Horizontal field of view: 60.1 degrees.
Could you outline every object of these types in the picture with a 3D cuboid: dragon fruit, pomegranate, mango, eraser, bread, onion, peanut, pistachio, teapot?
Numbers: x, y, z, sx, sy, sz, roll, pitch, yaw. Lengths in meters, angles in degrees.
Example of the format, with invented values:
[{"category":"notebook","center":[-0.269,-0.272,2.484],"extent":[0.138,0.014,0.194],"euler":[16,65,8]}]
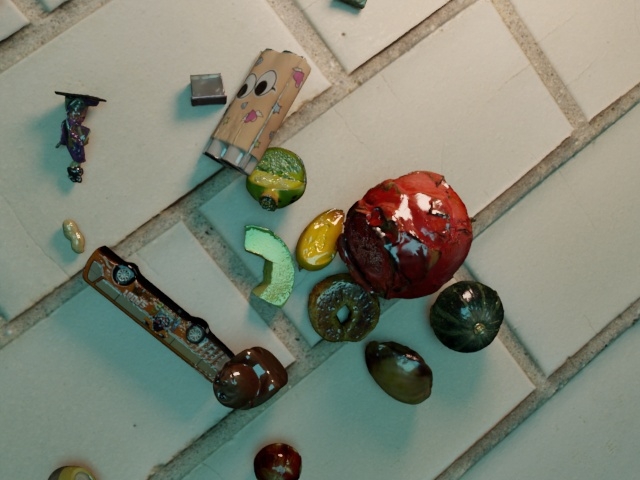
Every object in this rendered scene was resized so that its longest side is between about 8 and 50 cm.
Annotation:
[{"category":"dragon fruit","center":[0.200,-0.014,1.294],"extent":[0.295,0.295,0.301],"euler":[49,63,-9]},{"category":"pomegranate","center":[-0.105,-0.129,1.312],"extent":[0.143,0.122,0.169],"euler":[8,63,-3]},{"category":"mango","center":[0.000,0.000,1.373],"extent":[0.101,0.066,0.187],"euler":[28,82,-3]},{"category":"eraser","center":[-0.146,-0.301,1.289],"extent":[0.087,0.171,0.290],"euler":[33,85,-44]},{"category":"bread","center":[0.059,0.170,1.394],"extent":[0.193,0.064,0.193],"euler":[-2,99,-10]},{"category":"onion","center":[-0.109,0.548,1.351],"extent":[0.118,0.118,0.117],"euler":[43,99,-10]},{"category":"peanut","center":[-0.566,-0.009,1.272],"extent":[0.037,0.037,0.083],"euler":[-24,95,-9]},{"category":"pistachio","center":[0.199,0.326,1.400],"extent":[0.210,0.130,0.165],"euler":[44,124,-10]},{"category":"teapot","center":[-0.569,0.593,1.264],"extent":[0.119,0.130,0.165],"euler":[-36,131,7]}]

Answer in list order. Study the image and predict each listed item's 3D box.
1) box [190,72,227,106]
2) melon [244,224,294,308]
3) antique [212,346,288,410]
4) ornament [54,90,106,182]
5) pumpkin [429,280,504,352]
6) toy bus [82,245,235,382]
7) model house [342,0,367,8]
[{"category":"box","center":[-0.267,-0.357,1.309],"extent":[0.085,0.060,0.063],"euler":[-7,86,-11]},{"category":"melon","center":[-0.126,0.062,1.352],"extent":[0.118,0.064,0.209],"euler":[-4,96,-12]},{"category":"antique","center":[-0.166,0.323,1.263],"extent":[0.143,0.257,0.121],"euler":[-36,80,-4]},{"category":"ornament","center":[-0.557,-0.234,1.247],"extent":[0.081,0.088,0.203],"euler":[16,101,8]},{"category":"pumpkin","center":[0.372,0.194,1.412],"extent":[0.190,0.146,0.190],"euler":[-1,94,-13]},{"category":"toy bus","center":[-0.372,0.170,1.291],"extent":[0.409,0.093,0.092],"euler":[42,87,-9]},{"category":"model house","center":[0.084,-0.624,1.361],"extent":[0.083,0.066,0.078],"euler":[17,91,-13]}]
